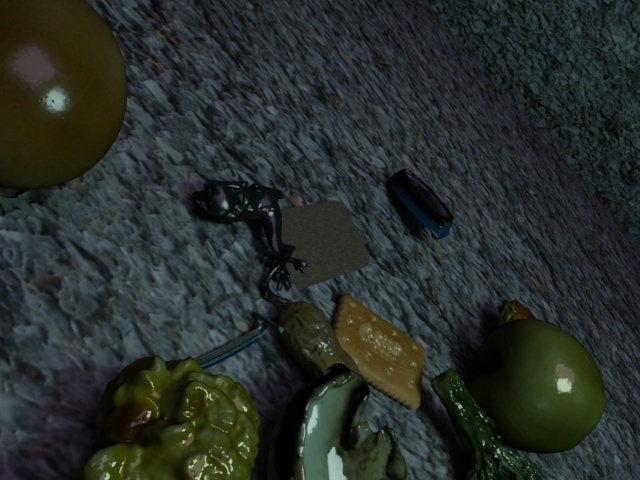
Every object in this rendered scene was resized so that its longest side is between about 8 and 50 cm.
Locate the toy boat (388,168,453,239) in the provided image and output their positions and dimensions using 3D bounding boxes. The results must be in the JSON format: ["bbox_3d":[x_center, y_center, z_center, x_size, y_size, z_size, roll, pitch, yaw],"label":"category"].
[{"bbox_3d":[0.256,-0.092,1.308,0.100,0.097,0.223,-14,58,-43],"label":"toy boat"}]

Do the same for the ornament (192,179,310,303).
[{"bbox_3d":[-0.119,0.005,0.905,0.202,0.080,0.236,0,65,-44],"label":"ornament"}]

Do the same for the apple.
[{"bbox_3d":[0.483,0.330,1.118,0.254,0.292,0.292,27,45,-1],"label":"apple"}]

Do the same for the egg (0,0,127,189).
[{"bbox_3d":[-0.393,-0.216,0.667,0.250,0.250,0.322,22,46,-31],"label":"egg"}]

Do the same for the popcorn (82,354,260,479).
[{"bbox_3d":[-0.187,0.247,0.609,0.217,0.181,0.235,7,47,-35],"label":"popcorn"}]

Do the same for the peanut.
[{"bbox_3d":[-0.001,0.204,0.885,0.099,0.099,0.214,-37,98,-49],"label":"peanut"}]

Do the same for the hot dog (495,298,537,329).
[{"bbox_3d":[0.549,0.279,1.327,0.259,0.114,0.175,47,47,-3],"label":"hot dog"}]

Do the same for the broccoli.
[{"bbox_3d":[0.319,0.397,0.995,0.165,0.145,0.304,-30,88,-44],"label":"broccoli"}]

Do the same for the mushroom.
[{"bbox_3d":[0.032,0.378,0.763,0.248,0.130,0.344,-14,78,-44],"label":"mushroom"}]

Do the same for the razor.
[{"bbox_3d":[-0.149,0.173,0.801,0.068,0.037,0.191,25,33,33],"label":"razor"}]

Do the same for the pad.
[{"bbox_3d":[0.000,0.000,1.076,0.266,0.002,0.176,-14,75,-47],"label":"pad"}]

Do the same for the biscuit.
[{"bbox_3d":[0.124,0.228,1.021,0.250,0.030,0.160,37,45,-19],"label":"biscuit"}]
